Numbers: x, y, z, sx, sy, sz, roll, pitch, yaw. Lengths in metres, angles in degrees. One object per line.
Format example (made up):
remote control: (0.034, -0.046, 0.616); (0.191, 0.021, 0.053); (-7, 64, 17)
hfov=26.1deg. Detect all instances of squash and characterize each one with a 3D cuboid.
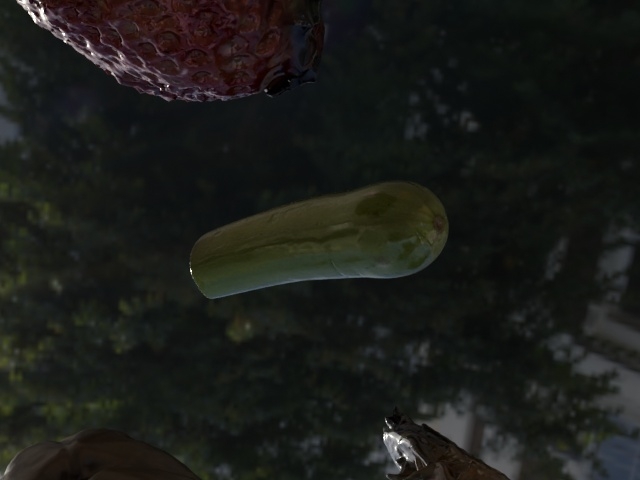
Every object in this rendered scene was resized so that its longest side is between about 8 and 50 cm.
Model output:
squash: (0.000, 0.000, 1.184); (0.250, 0.083, 0.083); (-10, -171, 35)

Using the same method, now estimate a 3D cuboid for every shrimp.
shrimp: (0.099, 0.199, 0.959); (0.164, 0.062, 0.317); (7, -164, -29)

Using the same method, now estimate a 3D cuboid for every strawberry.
strawberry: (-0.129, -0.235, 1.077); (0.288, 0.250, 0.238); (2, 180, -19)

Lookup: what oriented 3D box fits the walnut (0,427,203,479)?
walnut: (-0.106, 0.213, 0.684); (0.178, 0.230, 0.178); (1, -160, 0)
